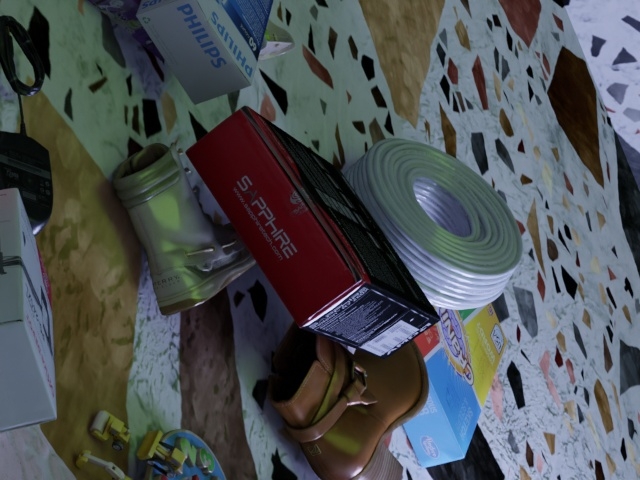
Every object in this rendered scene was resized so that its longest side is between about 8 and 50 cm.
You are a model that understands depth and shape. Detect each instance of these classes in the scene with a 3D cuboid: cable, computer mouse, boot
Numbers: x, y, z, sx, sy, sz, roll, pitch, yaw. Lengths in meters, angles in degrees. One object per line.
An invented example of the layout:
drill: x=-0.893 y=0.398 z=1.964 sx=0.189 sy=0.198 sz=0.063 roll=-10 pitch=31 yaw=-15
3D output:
cable: x=0.143 y=-0.021 z=2.580 sx=0.257 sy=0.089 sz=0.257 roll=40 pitch=30 yaw=-1
computer mouse: x=-0.291 y=-0.106 z=1.870 sx=0.071 sy=0.041 sz=0.242 roll=23 pitch=48 yaw=-40
boot: x=-0.141 y=-0.029 z=2.100 sx=0.165 sy=0.077 sz=0.213 roll=67 pitch=24 yaw=-10
boot: x=0.022 y=0.157 z=2.337 sx=0.220 sy=0.109 sz=0.283 roll=52 pitch=39 yaw=-34

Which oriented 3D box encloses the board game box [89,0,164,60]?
board game box: x=-0.246 y=-0.358 z=2.109 sx=0.347 sy=0.056 sz=0.208 roll=38 pitch=47 yaw=-54

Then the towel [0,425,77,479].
towel: x=-0.219 y=0.266 z=1.468 sx=0.317 sy=0.053 sz=0.332 roll=55 pitch=17 yaw=-27

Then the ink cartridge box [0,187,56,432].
ink cartridge box: x=-0.238 y=0.053 z=1.471 sx=0.150 sy=0.063 sz=0.109 roll=-103 pitch=-179 yaw=-48

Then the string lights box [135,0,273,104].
string lights box: x=-0.116 y=-0.287 z=2.203 sx=0.133 sy=0.076 sz=0.260 roll=58 pitch=28 yaw=-33

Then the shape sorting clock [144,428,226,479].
shape sorting clock: x=-0.123 y=0.289 z=1.978 sx=0.206 sy=0.040 sz=0.206 roll=44 pitch=37 yaw=-49

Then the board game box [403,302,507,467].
board game box: x=0.153 y=0.120 z=2.671 sx=0.242 sy=0.064 sz=0.316 roll=66 pitch=25 yaw=-19

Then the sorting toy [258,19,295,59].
sorting toy: x=-0.077 y=-0.262 z=2.432 sx=0.083 sy=0.045 sz=0.075 roll=-8 pitch=76 yaw=-66

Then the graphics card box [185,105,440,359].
graphics card box: x=0.000 y=0.000 z=2.182 sx=0.233 sy=0.094 sz=0.371 roll=56 pitch=9 yaw=15

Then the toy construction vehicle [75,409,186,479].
toy construction vehicle: x=-0.178 y=0.207 z=1.879 sx=0.098 sy=0.035 sz=0.086 roll=38 pitch=49 yaw=-15
